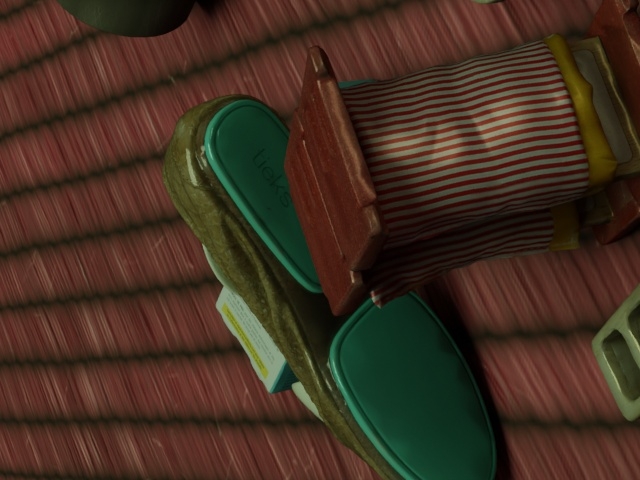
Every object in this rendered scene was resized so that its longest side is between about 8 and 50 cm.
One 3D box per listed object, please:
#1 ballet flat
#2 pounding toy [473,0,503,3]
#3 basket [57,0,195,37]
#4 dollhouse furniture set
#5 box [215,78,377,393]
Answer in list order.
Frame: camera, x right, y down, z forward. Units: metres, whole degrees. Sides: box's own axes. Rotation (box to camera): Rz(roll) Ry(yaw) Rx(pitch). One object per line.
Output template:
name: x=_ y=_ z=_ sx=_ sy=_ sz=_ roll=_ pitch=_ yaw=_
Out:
ballet flat: x=-0.003 y=0.053 z=1.141 sx=0.342 sy=0.116 sz=0.124 roll=53 pitch=149 yaw=-9
pounding toy: x=0.094 y=-0.270 z=0.963 sx=0.154 sy=0.154 sz=0.270 roll=44 pitch=130 yaw=35
basket: x=-0.139 y=-0.291 z=1.300 sx=0.204 sy=0.154 sz=0.227 roll=57 pitch=142 yaw=33
dollhouse furniture set: x=0.134 y=0.063 z=0.901 sx=0.152 sy=0.201 sz=0.374 roll=109 pitch=143 yaw=-68
box: x=0.000 y=0.000 z=1.232 sx=0.100 sy=0.060 sz=0.244 roll=55 pitch=137 yaw=31
